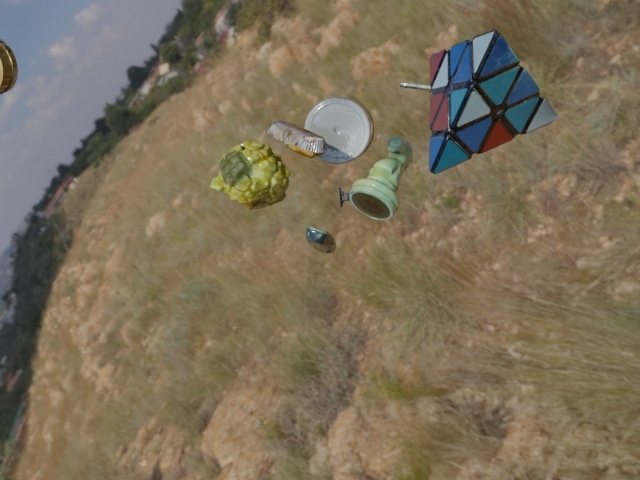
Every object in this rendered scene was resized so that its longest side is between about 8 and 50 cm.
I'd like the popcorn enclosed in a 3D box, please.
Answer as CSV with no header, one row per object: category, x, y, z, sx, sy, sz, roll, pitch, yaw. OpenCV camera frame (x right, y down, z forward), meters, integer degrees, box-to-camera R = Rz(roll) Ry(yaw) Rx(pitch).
popcorn,-0.208,-0.189,1.920,0.217,0.235,0.181,-37,55,12

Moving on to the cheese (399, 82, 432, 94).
cheese,0.360,-0.477,1.979,0.127,0.235,0.049,-127,42,-67

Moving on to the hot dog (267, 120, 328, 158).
hot dog,-0.073,-0.318,1.977,0.253,0.131,0.069,35,117,47

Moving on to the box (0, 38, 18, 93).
box,-0.608,-0.320,1.157,0.105,0.105,0.037,-43,-1,29

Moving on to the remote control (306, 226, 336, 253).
remote control,0.000,0.000,1.644,0.222,0.072,0.042,58,-129,-79

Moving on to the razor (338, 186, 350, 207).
razor,0.141,-0.174,2.452,0.253,0.042,0.081,-178,81,-66

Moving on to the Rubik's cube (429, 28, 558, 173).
Rubik's cube,0.254,-0.277,1.218,0.250,0.284,0.234,-48,47,18

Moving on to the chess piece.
chess piece,0.229,-0.228,2.114,0.176,0.176,0.298,-16,39,58

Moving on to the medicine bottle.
medicine bottle,0.072,-0.400,2.292,0.238,0.238,0.232,-49,1,15
